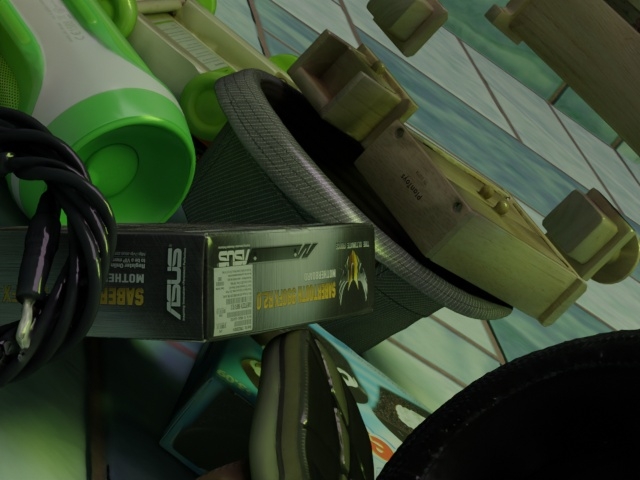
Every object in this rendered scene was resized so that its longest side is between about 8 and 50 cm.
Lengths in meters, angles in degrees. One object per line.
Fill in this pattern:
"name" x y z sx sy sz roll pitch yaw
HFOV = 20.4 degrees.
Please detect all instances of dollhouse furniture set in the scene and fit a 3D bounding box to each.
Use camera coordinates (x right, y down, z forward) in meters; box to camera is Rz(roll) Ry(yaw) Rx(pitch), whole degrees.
"dollhouse furniture set" 0.206 -0.131 1.266 0.174 0.355 0.303 29 19 -51

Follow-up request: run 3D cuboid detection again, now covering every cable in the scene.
"cable" -0.185 -0.004 0.875 0.184 0.150 0.047 49 -1 33

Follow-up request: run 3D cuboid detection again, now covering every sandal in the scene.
"sandal" -0.030 0.156 0.879 0.303 0.086 0.120 -78 149 -64

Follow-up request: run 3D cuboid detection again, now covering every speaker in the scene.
"speaker" -0.196 -0.124 1.214 0.131 0.131 0.296 21 23 -47

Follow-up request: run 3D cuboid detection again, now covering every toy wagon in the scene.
"toy wagon" -0.076 -0.131 1.509 0.344 0.068 0.267 40 15 3

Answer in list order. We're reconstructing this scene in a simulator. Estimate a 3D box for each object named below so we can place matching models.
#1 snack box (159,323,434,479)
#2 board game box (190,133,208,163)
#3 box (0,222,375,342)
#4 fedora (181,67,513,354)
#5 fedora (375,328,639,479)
"snack box" 0.058 0.164 1.102 0.322 0.060 0.187 37 17 -7
"board game box" -0.170 -0.126 1.457 0.259 0.030 0.136 30 20 -29
"box" -0.093 0.019 0.988 0.183 0.056 0.231 0 1 22
"fedora" 0.000 0.000 1.305 0.275 0.124 0.244 34 16 -37
"fedora" 0.164 0.208 0.919 0.152 0.334 0.334 61 -1 -39
